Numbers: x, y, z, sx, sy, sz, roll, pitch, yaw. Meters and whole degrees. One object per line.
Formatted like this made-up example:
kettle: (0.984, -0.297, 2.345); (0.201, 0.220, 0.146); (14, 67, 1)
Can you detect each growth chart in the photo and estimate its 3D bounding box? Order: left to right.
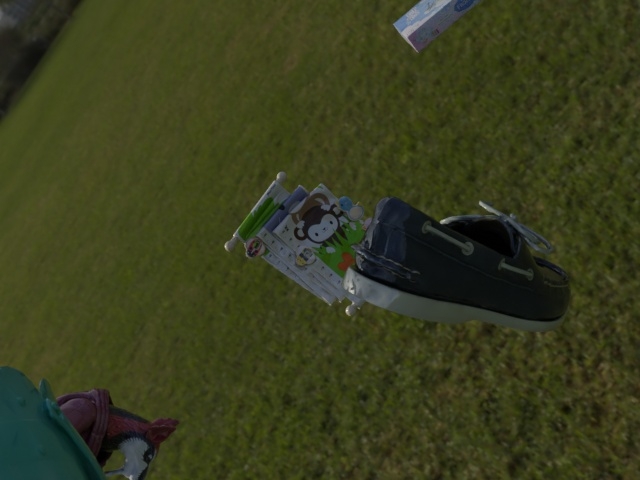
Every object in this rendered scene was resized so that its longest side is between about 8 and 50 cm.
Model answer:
growth chart: (0.000, 0.000, 1.322); (0.172, 0.237, 0.021); (-60, 1, -16)

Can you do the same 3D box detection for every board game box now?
board game box: (0.111, -0.213, 0.801); (0.090, 0.020, 0.090); (-40, 18, 11)

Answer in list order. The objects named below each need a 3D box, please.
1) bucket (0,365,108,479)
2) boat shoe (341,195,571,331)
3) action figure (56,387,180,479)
bucket: (-0.281, 0.250, 0.655); (0.281, 0.281, 0.183); (-47, 65, 22)
boat shoe: (0.117, 0.014, 0.656); (0.095, 0.254, 0.079); (30, 105, 46)
action figure: (-0.350, 0.244, 1.031); (0.248, 0.370, 0.276); (101, 152, -54)
